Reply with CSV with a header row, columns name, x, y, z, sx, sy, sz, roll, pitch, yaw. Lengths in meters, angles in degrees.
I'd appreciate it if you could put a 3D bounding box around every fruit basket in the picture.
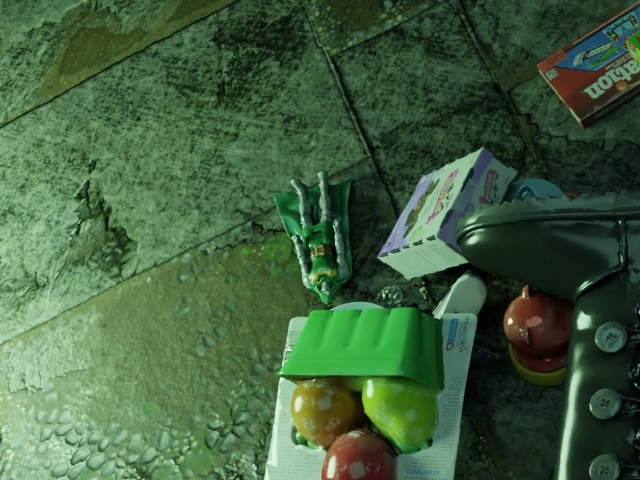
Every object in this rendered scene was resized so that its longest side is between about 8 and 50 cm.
name,x,y,z,sx,sy,sz,roll,pitch,yaw
fruit basket,0.065,0.274,1.875,0.327,0.165,0.353,-5,73,38

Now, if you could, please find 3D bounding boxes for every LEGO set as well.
name,x,y,z,sx,sy,sz,roll,pitch,yaw
LEGO set,0.124,0.080,2.072,0.083,0.023,0.054,-27,53,9

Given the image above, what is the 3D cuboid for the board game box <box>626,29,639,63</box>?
name,x,y,z,sx,sy,sz,roll,pitch,yaw
board game box,0.571,-0.326,2.057,0.181,0.043,0.092,-39,53,-1

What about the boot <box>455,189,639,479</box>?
name,x,y,z,sx,sy,sz,roll,pitch,yaw
boot,0.328,0.169,1.710,0.367,0.146,0.445,-8,73,38

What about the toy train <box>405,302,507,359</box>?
name,x,y,z,sx,sy,sz,roll,pitch,yaw
toy train,0.191,0.135,1.930,0.158,0.036,0.027,22,31,10

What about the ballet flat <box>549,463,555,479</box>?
name,x,y,z,sx,sy,sz,roll,pitch,yaw
ballet flat,0.359,0.373,1.760,0.074,0.074,0.203,-30,59,7

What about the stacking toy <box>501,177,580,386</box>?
name,x,y,z,sx,sy,sz,roll,pitch,yaw
stacking toy,0.374,0.026,1.918,0.280,0.130,0.309,-17,56,17

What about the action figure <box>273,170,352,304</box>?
name,x,y,z,sx,sy,sz,roll,pitch,yaw
action figure,0.000,0.000,2.162,0.137,0.063,0.232,-17,59,12

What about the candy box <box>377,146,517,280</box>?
name,x,y,z,sx,sy,sz,roll,pitch,yaw
candy box,0.188,-0.037,2.010,0.165,0.070,0.196,-60,14,-21

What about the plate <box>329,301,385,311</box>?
name,x,y,z,sx,sy,sz,roll,pitch,yaw
plate,0.048,0.182,2.047,0.188,0.024,0.188,-12,57,20

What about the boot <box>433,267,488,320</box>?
name,x,y,z,sx,sy,sz,roll,pitch,yaw
boot,0.193,0.129,1.990,0.069,0.086,0.190,34,104,5

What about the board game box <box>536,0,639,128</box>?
name,x,y,z,sx,sy,sz,roll,pitch,yaw
board game box,0.499,-0.304,2.123,0.281,0.027,0.145,-33,54,4
